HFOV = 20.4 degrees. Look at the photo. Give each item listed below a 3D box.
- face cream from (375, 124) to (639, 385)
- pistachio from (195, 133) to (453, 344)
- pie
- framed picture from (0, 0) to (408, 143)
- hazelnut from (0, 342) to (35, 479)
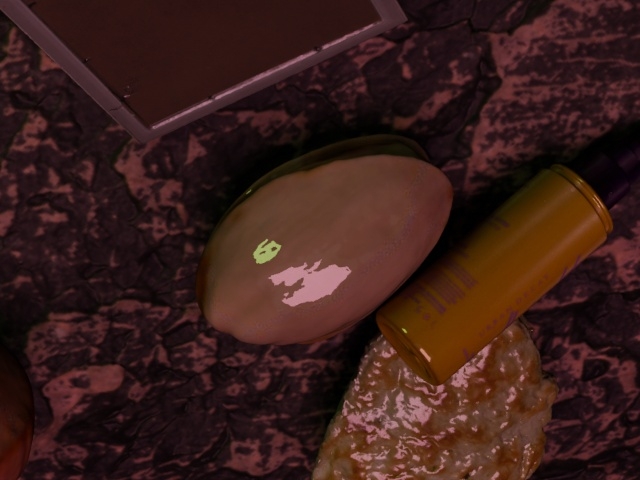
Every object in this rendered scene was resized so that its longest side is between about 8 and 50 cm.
[{"bbox_3d":[0.168,0.001,1.413,0.273,0.078,0.078,-40,126,-10],"label":"face cream"},{"bbox_3d":[0.000,0.000,1.376,0.215,0.144,0.144,-38,125,2],"label":"pistachio"},{"bbox_3d":[0.101,0.150,1.529,0.201,0.090,0.248,14,116,-21],"label":"pie"},{"bbox_3d":[-0.083,-0.174,1.222,0.232,0.019,0.296,-24,155,8],"label":"framed picture"},{"bbox_3d":[-0.328,0.151,1.385,0.214,0.176,0.214,-15,139,-14],"label":"hazelnut"}]
